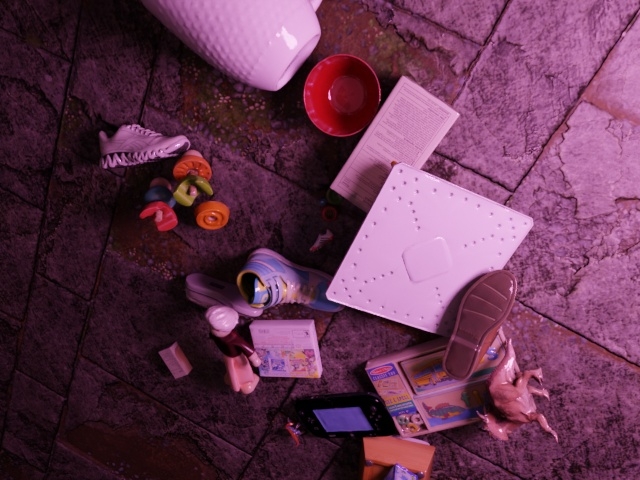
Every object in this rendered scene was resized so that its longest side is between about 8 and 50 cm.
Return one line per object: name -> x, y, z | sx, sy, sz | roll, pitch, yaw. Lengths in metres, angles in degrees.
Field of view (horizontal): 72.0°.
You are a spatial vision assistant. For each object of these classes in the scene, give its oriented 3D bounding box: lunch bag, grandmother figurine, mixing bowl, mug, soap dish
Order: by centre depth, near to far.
mug -> -0.143, -0.543, 0.975 | 0.328, 0.276, 0.374 | 41, 84, -8
mixing bowl -> 0.058, -0.349, 1.060 | 0.181, 0.098, 0.181 | 5, 111, 13
lunch bag -> 0.206, 0.744, 1.255 | 0.096, 0.151, 0.129 | 30, 115, 3
grandmother figurine -> -0.268, 0.327, 1.328 | 0.207, 0.104, 0.342 | 10, 131, 23
soap dish -> 0.230, 0.763, 1.404 | 0.228, 0.118, 0.291 | 8, 112, 12

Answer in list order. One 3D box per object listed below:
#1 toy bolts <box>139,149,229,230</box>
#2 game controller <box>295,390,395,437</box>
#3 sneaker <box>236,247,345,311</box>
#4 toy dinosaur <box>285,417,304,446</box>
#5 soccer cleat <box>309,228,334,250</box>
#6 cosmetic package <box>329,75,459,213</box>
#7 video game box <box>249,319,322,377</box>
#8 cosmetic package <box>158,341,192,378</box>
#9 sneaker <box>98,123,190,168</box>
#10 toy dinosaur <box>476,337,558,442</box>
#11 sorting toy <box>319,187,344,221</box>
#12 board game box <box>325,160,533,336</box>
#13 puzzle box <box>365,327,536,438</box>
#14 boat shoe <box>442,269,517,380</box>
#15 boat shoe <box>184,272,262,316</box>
toy bolts -> -0.389, -0.133, 1.267 | 0.228, 0.158, 0.218 | -21, 143, 11
game controller -> 0.073, 0.549, 1.373 | 0.319, 0.067, 0.166 | -17, 102, 32
sneaker -> -0.089, 0.147, 1.218 | 0.319, 0.208, 0.127 | 22, 112, 6
toy dinosaur -> -0.088, 0.637, 1.470 | 0.047, 0.090, 0.082 | -18, 148, 30
soccer cleat -> 0.000, 0.000, 1.241 | 0.083, 0.029, 0.036 | -34, 89, 20
cosmetic package -> 0.175, -0.220, 1.068 | 0.160, 0.113, 0.309 | 35, 115, 0
video game box -> -0.107, 0.339, 1.380 | 0.205, 0.048, 0.187 | -3, 106, 16
cosmetic package -> -0.497, 0.411, 1.513 | 0.060, 0.041, 0.115 | -22, 102, 20
sneaker -> -0.508, -0.274, 1.240 | 0.292, 0.110, 0.118 | -5, 99, 17
toy dinosaur -> 0.488, 0.417, 1.157 | 0.200, 0.127, 0.296 | -15, 99, 26
sorting toy -> 0.027, -0.102, 1.194 | 0.061, 0.042, 0.102 | 17, 101, -8
board game box -> 0.261, 0.038, 1.102 | 0.389, 0.050, 0.390 | 19, 115, -16
puzzle box -> 0.369, 0.413, 1.277 | 0.408, 0.052, 0.272 | -24, 101, 21
boat shoe -> 0.406, 0.210, 1.134 | 0.110, 0.104, 0.307 | 33, 104, 28
boat shoe -> -0.300, 0.187, 1.353 | 0.267, 0.096, 0.088 | 18, 117, 10
